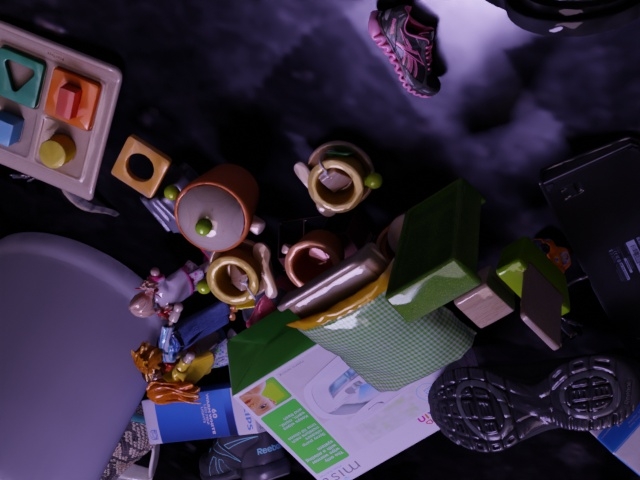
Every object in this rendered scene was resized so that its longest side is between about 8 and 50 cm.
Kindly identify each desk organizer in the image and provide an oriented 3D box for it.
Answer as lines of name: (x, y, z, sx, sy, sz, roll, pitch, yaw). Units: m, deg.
desk organizer: (0.000, 0.000, 1.591, 0.130, 0.047, 0.050, -8, 130, 35)

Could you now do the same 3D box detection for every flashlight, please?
flashlight: (-0.122, 0.026, 1.655, 0.103, 0.103, 0.304, -33, 116, 16)

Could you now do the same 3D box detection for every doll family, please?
doll family: (-0.194, 0.150, 1.752, 0.118, 0.163, 0.263, 45, 153, 31)

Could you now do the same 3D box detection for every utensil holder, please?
utensil holder: (-0.444, 0.235, 1.837, 0.328, 0.385, 0.327, 15, 142, 12)

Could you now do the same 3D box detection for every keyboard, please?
keyboard: (0.327, 0.027, 1.421, 0.202, 0.033, 0.317, -25, 126, 14)

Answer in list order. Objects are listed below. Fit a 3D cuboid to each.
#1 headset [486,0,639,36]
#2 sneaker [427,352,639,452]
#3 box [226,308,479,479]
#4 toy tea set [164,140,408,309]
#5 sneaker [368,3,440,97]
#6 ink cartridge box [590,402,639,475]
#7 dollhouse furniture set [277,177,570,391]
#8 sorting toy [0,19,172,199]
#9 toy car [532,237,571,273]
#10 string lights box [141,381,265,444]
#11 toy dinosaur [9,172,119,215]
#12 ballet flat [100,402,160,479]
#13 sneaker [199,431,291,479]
headset: (0.264, -0.286, 1.062, 0.394, 0.185, 0.243, 36, 140, 9)
sneaker: (0.270, 0.195, 1.509, 0.286, 0.130, 0.109, -8, 88, 32)
box: (0.048, 0.171, 1.627, 0.262, 0.126, 0.231, -32, 121, 13)
toy tea set: (-0.024, -0.007, 1.473, 0.336, 0.124, 0.200, -10, 112, 20)
sneaker: (0.101, -0.202, 1.297, 0.057, 0.047, 0.119, -21, 127, 29)
ink cartridge box: (0.395, 0.235, 1.583, 0.134, 0.078, 0.231, 39, -176, -19)
dollhouse furniture set: (0.104, 0.101, 1.381, 0.301, 0.151, 0.197, -33, 116, 32)
sorting toy: (-0.350, -0.156, 1.528, 0.348, 0.047, 0.196, 22, 119, 7)
toy car: (0.278, 0.033, 1.508, 0.041, 0.060, 0.122, -20, 163, -13)
string lights box: (-0.143, 0.258, 1.893, 0.260, 0.133, 0.076, -14, 85, 44)
toy dinosaur: (-0.379, -0.112, 1.649, 0.118, 0.064, 0.268, -1, 140, 20)
ballet flat: (-0.400, 0.423, 2.255, 0.182, 0.164, 0.483, 14, 146, -21)
sneaker: (-0.133, 0.353, 2.074, 0.267, 0.101, 0.106, -19, 87, 57)
